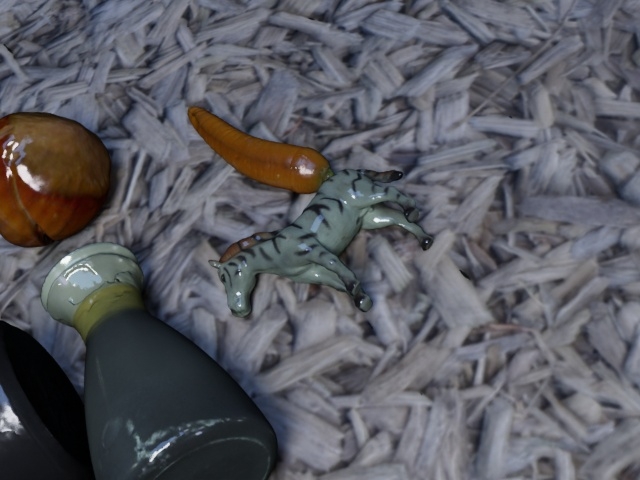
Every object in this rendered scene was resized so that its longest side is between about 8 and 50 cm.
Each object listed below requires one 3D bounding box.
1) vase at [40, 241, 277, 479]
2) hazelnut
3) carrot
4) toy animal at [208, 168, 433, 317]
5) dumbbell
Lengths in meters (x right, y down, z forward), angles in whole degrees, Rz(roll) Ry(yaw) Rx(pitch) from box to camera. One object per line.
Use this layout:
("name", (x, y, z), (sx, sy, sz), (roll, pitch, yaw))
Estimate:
("vase", (-0.189, 0.141, 0.858), (0.173, 0.173, 0.321), (-34, 50, -7))
("hazelnut", (-0.368, -0.086, 1.044), (0.182, 0.182, 0.182), (-7, 57, 11))
("carrot", (-0.095, -0.118, 1.055), (0.271, 0.062, 0.066), (22, 99, 31))
("toy animal", (0.006, 0.013, 0.925), (0.255, 0.090, 0.170), (-30, 52, -8))
("dumbbell", (-0.410, 0.244, 0.821), (0.322, 0.204, 0.204), (-32, 55, -6))
